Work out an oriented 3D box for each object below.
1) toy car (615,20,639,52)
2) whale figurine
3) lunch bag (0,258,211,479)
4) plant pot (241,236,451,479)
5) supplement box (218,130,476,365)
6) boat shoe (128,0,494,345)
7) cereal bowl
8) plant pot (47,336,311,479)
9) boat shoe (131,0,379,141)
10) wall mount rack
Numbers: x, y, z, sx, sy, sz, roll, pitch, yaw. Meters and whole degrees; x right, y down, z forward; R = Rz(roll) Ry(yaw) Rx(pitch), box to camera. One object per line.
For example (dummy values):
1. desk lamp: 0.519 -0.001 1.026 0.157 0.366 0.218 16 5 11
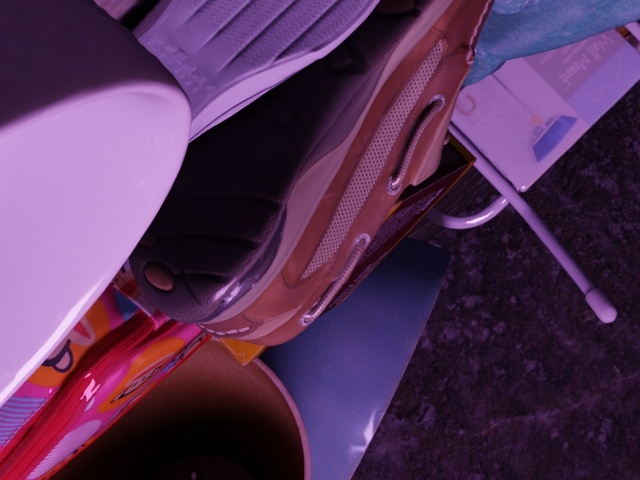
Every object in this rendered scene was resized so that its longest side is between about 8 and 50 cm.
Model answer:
1. toy car: 0.234 -0.208 1.665 0.182 0.159 0.136 -46 -151 12
2. whale figurine: 0.203 -0.212 1.362 0.272 0.141 0.216 -48 172 34
3. lunch bag: -0.143 0.046 1.060 0.258 0.120 0.293 -46 177 43
4. plant pot: -0.024 0.099 1.564 0.290 0.195 0.290 -64 179 -2
5. supplement box: -0.007 -0.030 1.310 0.191 0.129 0.194 -48 171 27
6. boat shoe: 0.017 -0.082 0.932 0.324 0.122 0.120 -55 139 -4
7. cereal bowl: -0.207 0.024 0.493 0.339 0.141 0.339 -42 172 -7
8. plant pot: -0.115 0.217 1.381 0.237 0.237 0.254 -43 164 -8
9. boat shoe: -0.058 -0.109 0.864 0.226 0.083 0.076 -36 -171 -7
10. wall mount rack: 0.243 -0.110 1.515 0.350 0.304 0.130 -45 174 12
